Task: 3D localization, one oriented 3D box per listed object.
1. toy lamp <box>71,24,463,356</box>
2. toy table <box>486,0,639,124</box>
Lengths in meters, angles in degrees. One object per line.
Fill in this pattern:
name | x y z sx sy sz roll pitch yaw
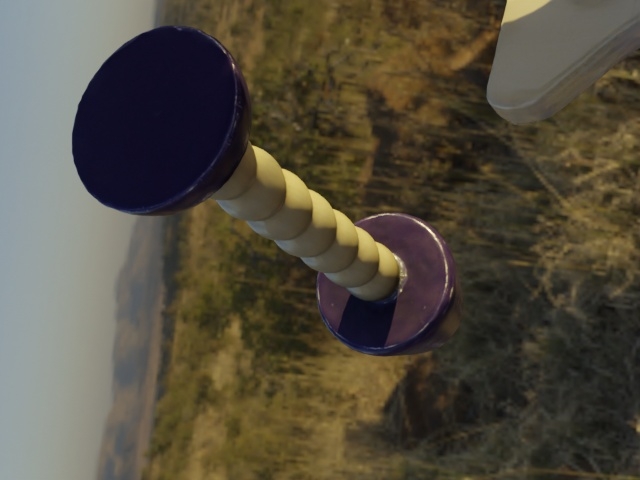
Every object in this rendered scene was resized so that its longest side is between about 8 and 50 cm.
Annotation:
toy lamp | 0.000 0.000 0.479 0.274 0.080 0.080 32 -122 -58
toy table | 0.192 -0.180 0.581 0.252 0.161 0.274 50 -126 -51
